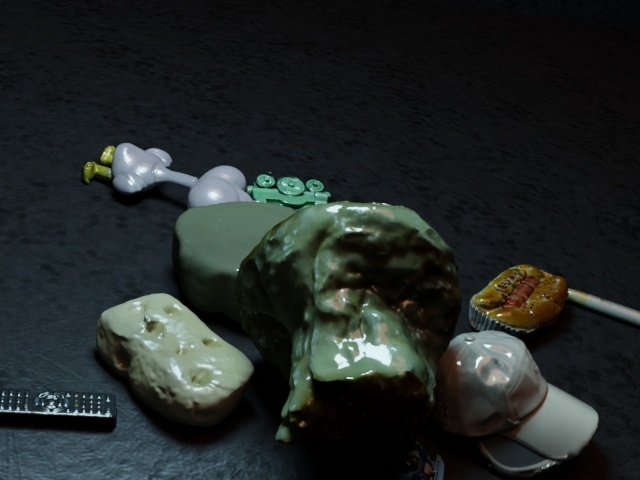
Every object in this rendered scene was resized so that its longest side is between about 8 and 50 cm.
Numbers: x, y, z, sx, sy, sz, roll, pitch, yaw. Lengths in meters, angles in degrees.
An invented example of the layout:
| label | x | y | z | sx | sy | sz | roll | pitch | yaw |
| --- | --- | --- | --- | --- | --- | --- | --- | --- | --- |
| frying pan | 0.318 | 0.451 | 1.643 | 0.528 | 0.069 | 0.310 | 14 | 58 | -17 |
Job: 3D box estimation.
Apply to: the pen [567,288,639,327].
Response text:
| label | x | y | z | sx | sy | sz | roll | pitch | yaw |
| --- | --- | --- | --- | --- | --- | --- | --- | --- | --- |
| pen | 0.586 | 0.139 | 2.105 | 0.233 | 0.032 | 0.040 | 20 | 7 | 11 |

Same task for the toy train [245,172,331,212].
| label | x | y | z | sx | sy | sz | roll | pitch | yaw |
| --- | --- | --- | --- | --- | --- | --- | --- | --- | --- |
| toy train | -0.062 | -0.079 | 2.156 | 0.178 | 0.071 | 0.104 | 4 | 39 | -15 |

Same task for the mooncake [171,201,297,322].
| label | x | y | z | sx | sy | sz | roll | pitch | yaw |
| --- | --- | --- | --- | --- | --- | --- | --- | --- | --- |
| mooncake | -0.127 | 0.037 | 1.863 | 0.275 | 0.135 | 0.275 | 8 | 30 | -5 |

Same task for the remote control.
| label | x | y | z | sx | sy | sz | roll | pitch | yaw |
| --- | --- | --- | --- | --- | --- | --- | --- | --- | --- |
| remote control | -0.409 | 0.232 | 1.506 | 0.245 | 0.025 | 0.063 | 6 | 29 | -14 |

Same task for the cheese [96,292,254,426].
| label | x | y | z | sx | sy | sz | roll | pitch | yaw |
| --- | --- | --- | --- | --- | --- | --- | --- | --- | --- |
| cheese | -0.220 | 0.177 | 1.619 | 0.159 | 0.093 | 0.263 | -17 | 43 | -41 |

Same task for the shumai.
| label | x | y | z | sx | sy | sz | roll | pitch | yaw |
| --- | --- | --- | --- | --- | --- | --- | --- | --- | --- |
| shumai | 0.039 | 0.163 | 1.542 | 0.324 | 0.397 | 0.323 | 14 | 50 | -16 |

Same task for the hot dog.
| label | x | y | z | sx | sy | sz | roll | pitch | yaw |
| --- | --- | --- | --- | --- | --- | --- | --- | --- | --- |
| hot dog | 0.379 | 0.114 | 2.011 | 0.144 | 0.075 | 0.268 | 26 | 29 | 25 |

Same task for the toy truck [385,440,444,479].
| label | x | y | z | sx | sy | sz | roll | pitch | yaw |
| --- | --- | --- | --- | --- | --- | --- | --- | --- | --- |
| toy truck | 0.133 | 0.348 | 1.519 | 0.074 | 0.063 | 0.136 | 31 | 33 | -6 |

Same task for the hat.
| label | x | y | z | sx | sy | sz | roll | pitch | yaw |
| --- | --- | --- | --- | --- | --- | --- | --- | --- | --- |
| hat | 0.302 | 0.243 | 1.678 | 0.275 | 0.161 | 0.232 | 23 | 34 | 8 |

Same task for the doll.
| label | x | y | z | sx | sy | sz | roll | pitch | yaw |
| --- | --- | --- | --- | --- | --- | --- | --- | --- | --- |
| doll | -0.281 | -0.114 | 2.089 | 0.365 | 0.094 | 0.160 | 19 | 34 | 12 |
